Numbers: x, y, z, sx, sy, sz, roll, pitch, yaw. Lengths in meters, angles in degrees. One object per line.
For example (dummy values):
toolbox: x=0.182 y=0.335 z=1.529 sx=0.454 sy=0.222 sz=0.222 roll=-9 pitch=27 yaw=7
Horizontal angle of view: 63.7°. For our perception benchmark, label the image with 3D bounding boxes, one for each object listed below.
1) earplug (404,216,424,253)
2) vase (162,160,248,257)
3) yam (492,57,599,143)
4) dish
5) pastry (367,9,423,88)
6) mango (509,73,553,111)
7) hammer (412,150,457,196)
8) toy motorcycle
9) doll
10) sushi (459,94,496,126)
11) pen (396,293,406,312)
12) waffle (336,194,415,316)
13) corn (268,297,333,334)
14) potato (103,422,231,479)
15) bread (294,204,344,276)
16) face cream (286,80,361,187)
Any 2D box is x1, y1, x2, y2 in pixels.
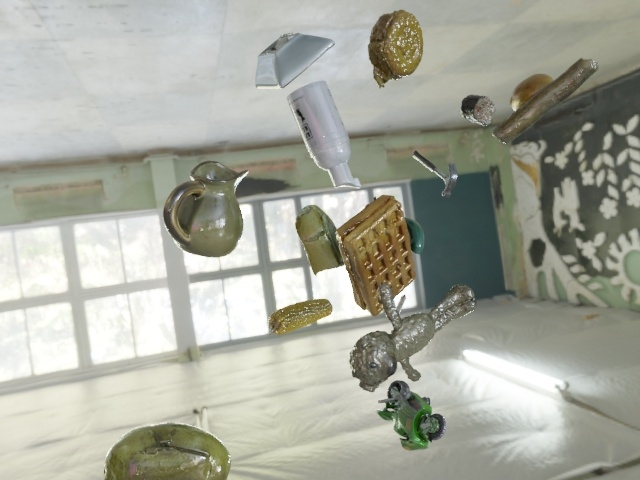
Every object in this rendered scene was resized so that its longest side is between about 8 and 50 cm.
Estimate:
earplug: x=0.207 y=0.026 z=1.750 sx=0.257 sy=0.280 sz=0.164 roll=32 pitch=-155 yaw=15
vase: x=-0.385 y=-0.103 z=1.683 sx=0.240 sy=0.302 sz=0.329 roll=18 pitch=-167 yaw=24
yam: x=0.624 y=-0.387 z=1.439 sx=0.317 sy=0.067 sz=0.071 roll=-41 pitch=-162 yaw=18
dish: x=-0.091 y=-0.479 z=1.338 sx=0.182 sy=0.080 sz=0.243 roll=-43 pitch=-154 yaw=-7
pastry: x=0.278 y=-0.713 z=1.890 sx=0.132 sy=0.240 sz=0.235 roll=2 pitch=-145 yaw=42
mango: x=0.642 y=-0.445 z=1.570 sx=0.136 sy=0.099 sz=0.227 roll=-38 pitch=-179 yaw=20
hammer: x=0.376 y=-0.248 z=1.722 sx=0.029 sy=0.103 sz=0.246 roll=-1 pitch=-146 yaw=-25
toy motorcycle: x=0.188 y=0.373 z=1.082 sx=0.074 sy=0.106 sz=0.190 roll=31 pitch=180 yaw=-28
doll: x=0.180 y=0.186 z=0.984 sx=0.285 sy=0.203 sz=0.091 roll=0 pitch=-161 yaw=-36
sushi: x=0.545 y=-0.451 z=1.780 sx=0.078 sy=0.091 sz=0.150 roll=32 pitch=-169 yaw=38
pen: x=0.303 y=0.239 z=1.951 sx=0.026 sy=0.026 sz=0.218 roll=-8 pitch=156 yaw=-3
waffle: x=0.171 y=0.047 z=1.532 sx=0.224 sy=0.328 sz=0.098 roll=-38 pitch=-136 yaw=-23
corn: x=-0.078 y=0.285 z=1.989 sx=0.310 sy=0.102 sz=0.101 roll=-16 pitch=-174 yaw=-40
potato: x=-0.305 y=0.451 z=1.033 sx=0.248 sy=0.169 sz=0.143 roll=6 pitch=-146 yaw=-9
bread: x=0.000 y=0.000 z=1.840 sx=0.124 sy=0.257 sz=0.186 roll=-20 pitch=-153 yaw=14
face cream: x=0.023 y=-0.331 z=1.719 sx=0.145 sy=0.370 sz=0.145 roll=-23 pitch=-177 yaw=1
